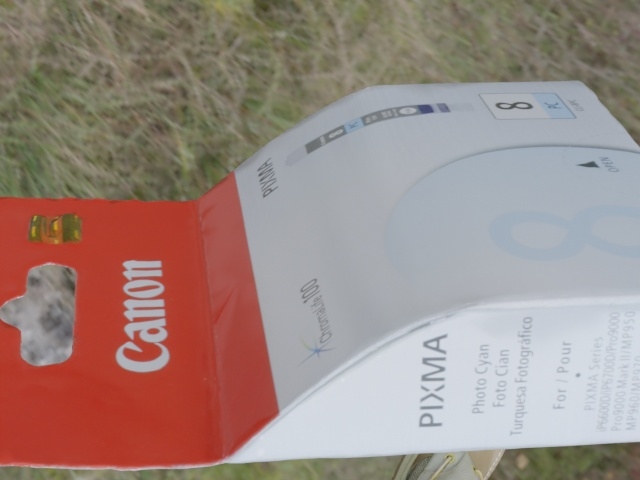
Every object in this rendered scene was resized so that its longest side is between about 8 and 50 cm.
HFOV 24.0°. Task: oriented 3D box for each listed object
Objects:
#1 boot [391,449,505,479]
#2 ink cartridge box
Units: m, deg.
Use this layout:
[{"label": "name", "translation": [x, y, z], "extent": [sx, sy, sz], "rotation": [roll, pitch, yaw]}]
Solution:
[{"label": "boot", "translation": [0.124, 0.205, 1.090], "extent": [0.213, 0.165, 0.077], "rotation": [-42, 129, -38]}, {"label": "ink cartridge box", "translation": [0.000, 0.000, 0.817], "extent": [0.384, 0.308, 0.091], "rotation": [-1, 115, -8]}]
